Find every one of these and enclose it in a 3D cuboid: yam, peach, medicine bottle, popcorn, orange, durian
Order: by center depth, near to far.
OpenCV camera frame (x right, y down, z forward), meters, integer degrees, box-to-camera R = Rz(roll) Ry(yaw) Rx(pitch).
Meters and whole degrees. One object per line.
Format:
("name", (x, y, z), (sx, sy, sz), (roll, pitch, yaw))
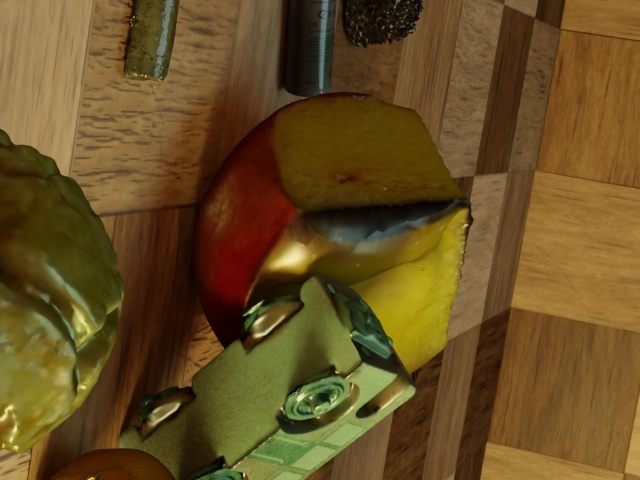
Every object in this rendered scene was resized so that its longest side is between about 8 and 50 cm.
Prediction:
("popcorn", (-0.231, 0.035, 0.973), (0.184, 0.204, 0.221), (120, -26, -57))
("yam", (-0.153, -0.191, 1.349), (0.043, 0.043, 0.094), (-8, 107, -72))
("orange", (-0.194, 0.265, 1.350), (0.134, 0.155, 0.154), (6, 96, -31))
("peach", (0.000, 0.000, 1.614), (0.306, 0.242, 0.380), (-25, 151, -15))
("medicine bottle", (-0.009, -0.268, 1.724), (0.057, 0.057, 0.199), (-44, 142, -61))
("durian", (0.097, -0.323, 1.970), (0.188, 0.091, 0.148), (46, 57, -71))

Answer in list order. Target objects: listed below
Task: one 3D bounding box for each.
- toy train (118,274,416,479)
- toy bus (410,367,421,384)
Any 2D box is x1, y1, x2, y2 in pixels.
("toy train", (-0.060, 0.173, 1.478), (0.326, 0.129, 0.159), (-40, 145, 17))
("toy bus", (0.127, 0.160, 2.371), (0.182, 0.091, 0.103), (-60, 154, -50))
